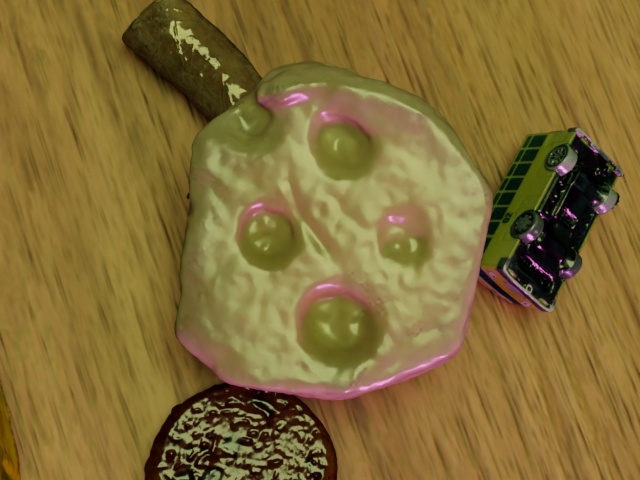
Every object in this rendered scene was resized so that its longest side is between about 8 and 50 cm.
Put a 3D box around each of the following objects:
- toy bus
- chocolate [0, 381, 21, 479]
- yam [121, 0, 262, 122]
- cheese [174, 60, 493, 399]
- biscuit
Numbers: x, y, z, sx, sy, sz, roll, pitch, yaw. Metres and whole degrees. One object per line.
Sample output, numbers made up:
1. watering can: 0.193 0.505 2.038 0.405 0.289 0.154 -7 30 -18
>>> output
1. toy bus: 0.220 -0.020 1.470 0.088 0.101 0.175 40 70 -28
2. chocolate: -0.369 0.102 1.247 0.137 0.289 0.301 -15 77 -3
3. yam: -0.050 -0.111 1.466 0.356 0.081 0.081 43 72 3
4. cheese: 0.000 0.000 1.367 0.326 0.115 0.318 -32 90 1
5. biscuit: -0.074 0.226 1.381 0.192 0.049 0.192 4 66 -9
